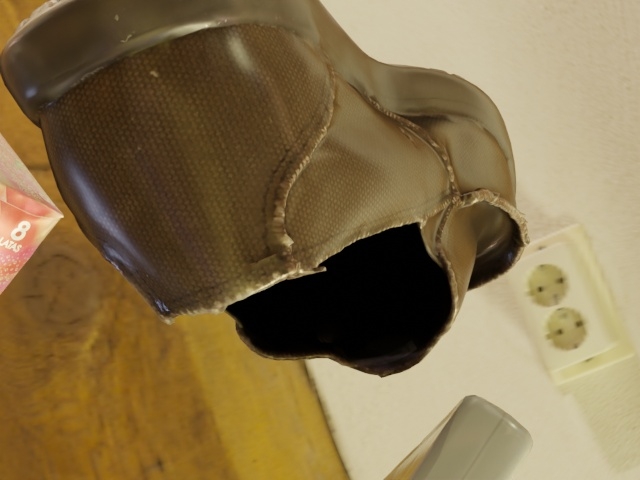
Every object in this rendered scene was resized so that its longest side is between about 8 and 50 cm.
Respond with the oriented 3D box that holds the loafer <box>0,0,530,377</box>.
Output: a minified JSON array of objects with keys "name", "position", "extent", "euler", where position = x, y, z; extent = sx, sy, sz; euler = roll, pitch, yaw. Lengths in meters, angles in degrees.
[{"name":"loafer","position":[0.000,0.000,0.594],"extent":[0.134,0.366,0.130],"euler":[-23,-105,21]}]

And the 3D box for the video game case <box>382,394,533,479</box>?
[{"name":"video game case","position":[-0.035,0.225,0.632],"extent":[0.036,0.329,0.300],"euler":[35,-108,6]}]

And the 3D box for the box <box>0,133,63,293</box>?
[{"name":"box","position":[-0.327,-0.066,0.995],"extent":[0.154,0.142,0.300],"euler":[-50,-131,7]}]
